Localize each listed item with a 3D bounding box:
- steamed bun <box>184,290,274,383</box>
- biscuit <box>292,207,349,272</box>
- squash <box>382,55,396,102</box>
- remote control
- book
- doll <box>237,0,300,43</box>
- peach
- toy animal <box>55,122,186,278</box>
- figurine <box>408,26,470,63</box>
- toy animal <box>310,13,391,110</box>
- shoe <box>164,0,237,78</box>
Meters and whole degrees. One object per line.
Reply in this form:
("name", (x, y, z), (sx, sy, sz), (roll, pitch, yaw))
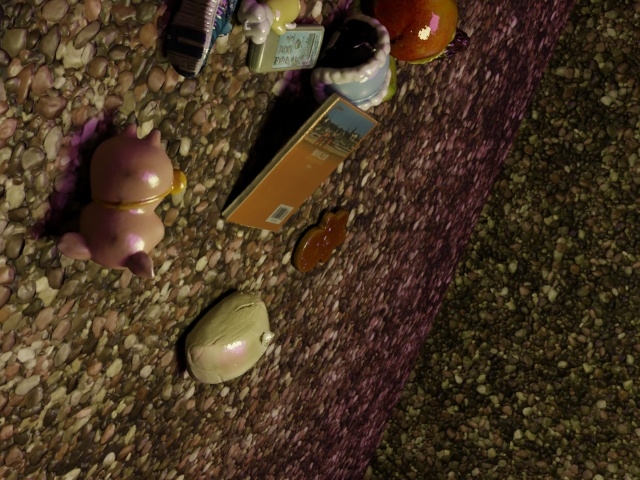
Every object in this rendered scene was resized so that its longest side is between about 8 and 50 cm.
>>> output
("steamed bun", (-0.209, 0.243, 1.957), (0.239, 0.152, 0.170), (-47, 151, -39))
("biscuit", (0.000, 0.000, 2.279), (0.236, 0.039, 0.180), (-39, 149, -43))
("squash", (0.165, -0.438, 2.103), (0.184, 0.085, 0.192), (-65, 158, 7))
("remote control", (-0.070, -0.406, 1.710), (0.233, 0.038, 0.098), (-24, 136, -57))
("book", (-0.040, -0.168, 1.880), (0.374, 0.028, 0.262), (-46, 159, 12))
("doll", (-0.098, -0.443, 1.573), (0.162, 0.062, 0.106), (-44, 122, -41))
("peach", (0.219, -0.543, 1.942), (0.231, 0.231, 0.231), (-46, 151, -34))
("toy animal", (-0.326, -0.073, 1.383), (0.149, 0.165, 0.248), (3, 100, -83))
("figurine", (0.303, -0.561, 2.220), (0.315, 0.168, 0.188), (-17, 90, -71))
("toy animal", (0.085, -0.397, 1.879), (0.208, 0.156, 0.204), (-58, 160, -20))
("shoe", (-0.194, -0.378, 1.410), (0.106, 0.091, 0.207), (14, 98, -61))
